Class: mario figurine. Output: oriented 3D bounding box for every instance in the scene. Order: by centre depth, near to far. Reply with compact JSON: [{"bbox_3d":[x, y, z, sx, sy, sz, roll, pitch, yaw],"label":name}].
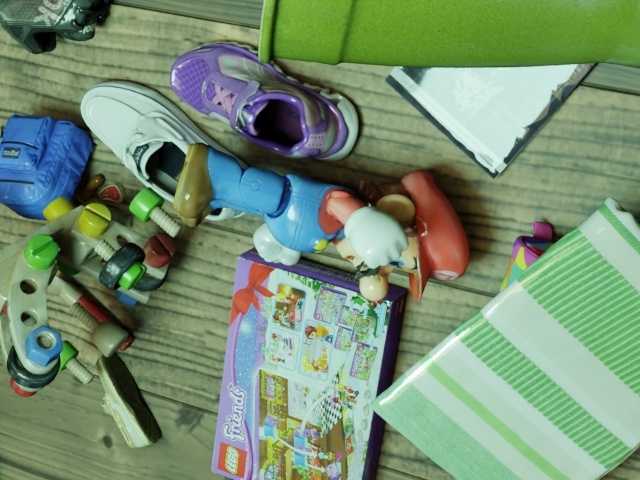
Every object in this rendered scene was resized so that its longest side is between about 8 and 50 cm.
[{"bbox_3d":[0.000,0.000,1.283,0.320,0.198,0.170,13,119,1],"label":"mario figurine"}]

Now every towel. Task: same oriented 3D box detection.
[{"bbox_3d":[0.251,0.137,1.226,0.248,0.038,0.325,41,108,-18],"label":"towel"}]

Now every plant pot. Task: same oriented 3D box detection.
[{"bbox_3d":[0.153,-0.304,1.061,0.352,0.366,0.367,11,110,-2],"label":"plant pot"}]

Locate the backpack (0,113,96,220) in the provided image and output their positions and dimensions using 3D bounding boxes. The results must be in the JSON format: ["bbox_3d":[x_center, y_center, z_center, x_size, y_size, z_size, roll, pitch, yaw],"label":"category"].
[{"bbox_3d":[-0.356,-0.091,1.484,0.097,0.101,0.120,4,71,30],"label":"backpack"}]

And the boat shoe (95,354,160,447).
[{"bbox_3d":[-0.263,0.213,1.570,0.045,0.050,0.135,-27,91,24],"label":"boat shoe"}]

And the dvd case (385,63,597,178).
[{"bbox_3d":[0.193,-0.198,1.256,0.164,0.018,0.221,43,117,8],"label":"dvd case"}]

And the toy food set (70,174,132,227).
[{"bbox_3d":[-0.298,-0.054,1.532,0.122,0.019,0.078,3,105,25],"label":"toy food set"}]

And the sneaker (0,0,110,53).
[{"bbox_3d":[-0.280,-0.315,1.410,0.276,0.097,0.135,-31,96,25],"label":"sneaker"}]

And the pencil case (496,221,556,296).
[{"bbox_3d":[0.219,0.106,1.284,0.104,0.104,0.236,26,111,18],"label":"pencil case"}]

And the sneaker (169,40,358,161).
[{"bbox_3d":[-0.077,-0.155,1.350,0.236,0.104,0.095,25,115,19],"label":"sneaker"}]

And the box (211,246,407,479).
[{"bbox_3d":[-0.018,0.172,1.436,0.200,0.057,0.293,16,110,21],"label":"box"}]

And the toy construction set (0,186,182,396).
[{"bbox_3d":[-0.333,0.033,1.431,0.237,0.309,0.257,41,73,6],"label":"toy construction set"}]

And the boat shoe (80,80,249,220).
[{"bbox_3d":[-0.192,-0.109,1.428,0.258,0.084,0.095,30,115,16],"label":"boat shoe"}]
